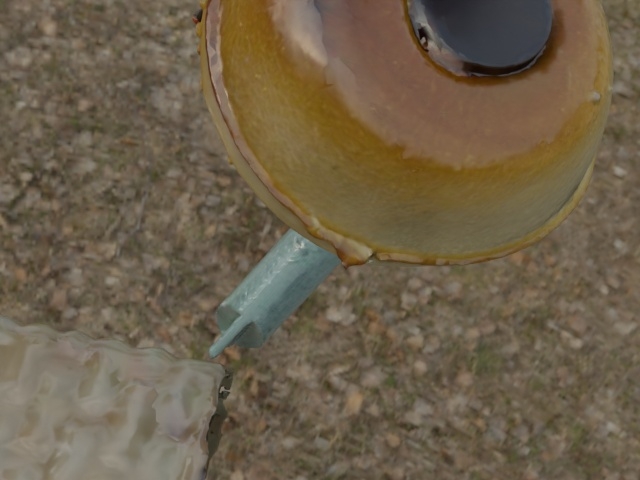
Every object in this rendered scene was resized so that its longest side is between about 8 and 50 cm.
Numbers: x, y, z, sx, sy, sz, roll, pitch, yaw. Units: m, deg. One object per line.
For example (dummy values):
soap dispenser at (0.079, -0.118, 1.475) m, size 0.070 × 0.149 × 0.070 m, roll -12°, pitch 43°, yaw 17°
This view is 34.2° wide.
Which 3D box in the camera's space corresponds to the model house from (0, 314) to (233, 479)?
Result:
model house at (-0.308, 0.288, 0.672) m, size 0.400 × 0.395 × 0.445 m, roll 16°, pitch 54°, yaw -5°

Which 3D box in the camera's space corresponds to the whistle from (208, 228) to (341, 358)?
whistle at (0.000, 0.000, 0.993) m, size 0.062 × 0.312 × 0.062 m, roll 39°, pitch 16°, yaw -14°

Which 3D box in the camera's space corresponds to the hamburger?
hamburger at (0.044, -0.089, 0.545) m, size 0.237 × 0.147 × 0.236 m, roll 8°, pitch 68°, yaw -21°
